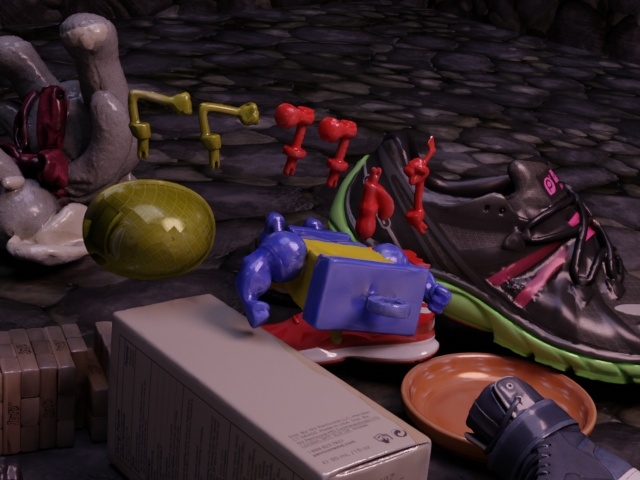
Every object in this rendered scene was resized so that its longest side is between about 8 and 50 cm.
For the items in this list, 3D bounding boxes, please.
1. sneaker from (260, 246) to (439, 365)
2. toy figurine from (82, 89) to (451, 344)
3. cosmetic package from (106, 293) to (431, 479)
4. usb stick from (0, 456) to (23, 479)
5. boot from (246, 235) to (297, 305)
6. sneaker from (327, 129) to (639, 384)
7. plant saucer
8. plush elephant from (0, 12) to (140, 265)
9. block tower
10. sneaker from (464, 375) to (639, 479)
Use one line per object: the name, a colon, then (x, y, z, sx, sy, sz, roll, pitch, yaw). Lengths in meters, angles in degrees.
sneaker: (0.017, 0.067, 1.272, 0.221, 0.128, 0.087, -3, 12, 7)
toy figurine: (0.000, 0.000, 1.025, 0.363, 0.191, 0.217, 9, 18, -32)
cosmetic package: (-0.057, 0.178, 0.973, 0.113, 0.160, 0.309, -10, 27, -36)
usb stick: (-0.389, 0.205, 0.952, 0.278, 0.077, 0.045, 2, 51, -9)
boot: (0.029, 0.030, 1.495, 0.247, 0.083, 0.161, 12, 16, -2)
sneaker: (0.248, 0.017, 1.302, 0.483, 0.202, 0.185, 23, 14, 4)
plant saucer: (0.181, 0.176, 1.190, 0.200, 0.037, 0.200, 3, 21, -1)
plush elephant: (-0.375, -0.098, 1.518, 0.272, 0.330, 0.255, 6, 40, 41)
block tower: (-0.230, 0.139, 1.128, 0.336, 0.097, 0.091, -3, 22, -23)
sneaker: (0.172, 0.204, 0.993, 0.163, 0.086, 0.226, 42, 28, 24)
